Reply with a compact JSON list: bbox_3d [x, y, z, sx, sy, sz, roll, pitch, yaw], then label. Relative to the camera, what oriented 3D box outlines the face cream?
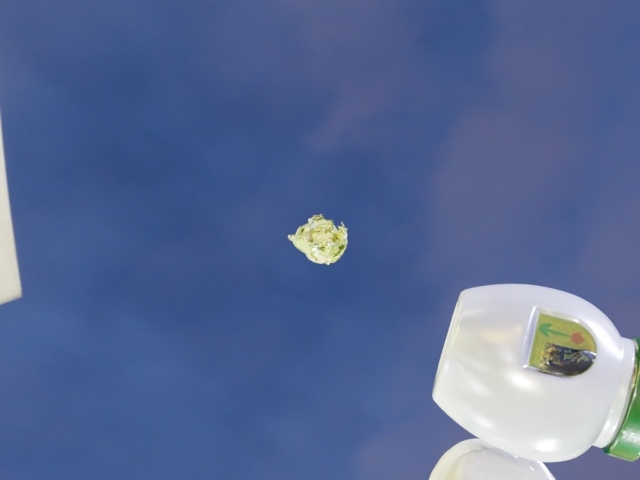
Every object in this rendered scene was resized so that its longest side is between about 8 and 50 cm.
[{"bbox_3d":[0.389,0.228,1.673,0.357,0.312,0.219,16,-34,6],"label":"face cream"}]

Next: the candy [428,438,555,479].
[{"bbox_3d":[0.347,0.542,1.939,0.296,0.295,0.185,-25,-28,-14],"label":"candy"}]

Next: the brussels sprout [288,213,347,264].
[{"bbox_3d":[0.000,0.000,1.333,0.085,0.085,0.058,-17,-44,-19],"label":"brussels sprout"}]
